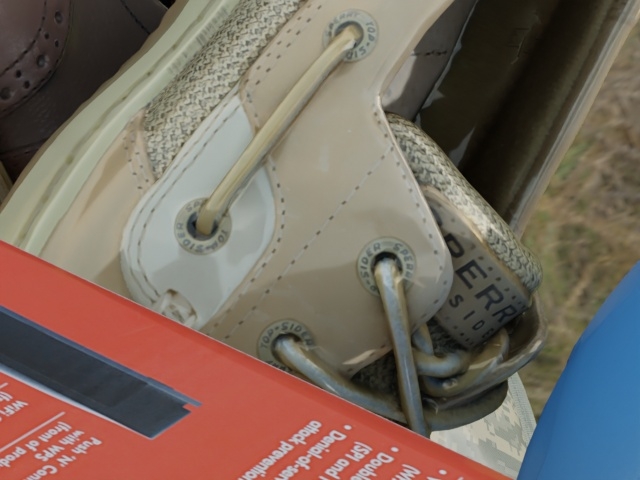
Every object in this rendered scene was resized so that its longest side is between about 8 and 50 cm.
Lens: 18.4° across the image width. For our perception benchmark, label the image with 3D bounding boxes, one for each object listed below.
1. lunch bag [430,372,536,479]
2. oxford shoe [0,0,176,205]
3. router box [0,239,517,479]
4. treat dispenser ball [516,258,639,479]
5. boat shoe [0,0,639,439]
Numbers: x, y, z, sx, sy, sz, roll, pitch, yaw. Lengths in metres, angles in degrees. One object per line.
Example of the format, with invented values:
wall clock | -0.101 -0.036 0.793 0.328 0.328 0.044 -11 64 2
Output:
lunch bag | 0.000 0.081 1.292 0.235 0.169 0.287 25 38 -30
oxford shoe | -0.063 -0.005 0.636 0.133 0.130 0.364 -42 139 -16
router box | -0.067 0.175 0.423 0.301 0.335 0.082 23 28 23
treat dispenser ball | 0.185 0.101 0.478 0.288 0.288 0.288 3 80 -19
boat shoe | 0.000 0.000 0.519 0.121 0.110 0.341 39 72 -52
